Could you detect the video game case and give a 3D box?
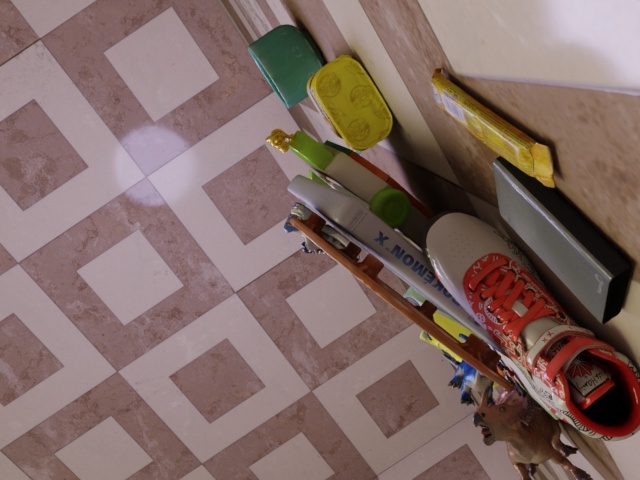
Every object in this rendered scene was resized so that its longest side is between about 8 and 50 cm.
[{"bbox_3d":[0.102,0.023,0.838,0.300,0.036,0.329,37,-179,-16],"label":"video game case"}]

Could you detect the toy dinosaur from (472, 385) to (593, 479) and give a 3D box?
[{"bbox_3d":[0.369,0.322,1.085,0.200,0.127,0.296,66,-163,7],"label":"toy dinosaur"}]

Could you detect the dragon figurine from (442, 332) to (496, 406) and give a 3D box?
[{"bbox_3d":[0.306,0.230,1.183,0.289,0.085,0.143,-67,-13,-81],"label":"dragon figurine"}]

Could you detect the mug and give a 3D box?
[{"bbox_3d":[-0.057,-0.320,1.087,0.129,0.097,0.157,55,-178,-38],"label":"mug"}]

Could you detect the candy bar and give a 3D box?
[{"bbox_3d":[0.134,-0.096,0.495,0.161,0.018,0.040,57,178,47],"label":"candy bar"}]

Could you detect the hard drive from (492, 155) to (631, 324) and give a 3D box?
[{"bbox_3d":[0.194,-0.003,0.498,0.135,0.022,0.094,56,180,34],"label":"hard drive"}]

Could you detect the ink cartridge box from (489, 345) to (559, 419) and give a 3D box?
[{"bbox_3d":[0.267,0.123,0.883,0.235,0.056,0.171,54,-178,-9],"label":"ink cartridge box"}]

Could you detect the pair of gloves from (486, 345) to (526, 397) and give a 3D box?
[{"bbox_3d":[0.279,0.198,0.920,0.074,0.010,0.083,55,178,-35],"label":"pair of gloves"}]

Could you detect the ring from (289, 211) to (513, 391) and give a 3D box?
[{"bbox_3d":[0.102,0.067,0.756,0.337,0.032,0.336,37,-178,-1],"label":"ring"}]

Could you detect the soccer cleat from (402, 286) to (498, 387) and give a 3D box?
[{"bbox_3d":[0.290,0.211,1.355,0.289,0.121,0.093,56,-179,8],"label":"soccer cleat"}]

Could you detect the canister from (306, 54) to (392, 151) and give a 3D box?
[{"bbox_3d":[0.037,-0.201,0.895,0.126,0.073,0.170,55,-178,-14],"label":"canister"}]

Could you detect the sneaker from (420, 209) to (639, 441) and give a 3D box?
[{"bbox_3d":[0.211,0.076,0.604,0.270,0.090,0.145,53,180,0],"label":"sneaker"}]

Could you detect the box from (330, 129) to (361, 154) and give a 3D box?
[{"bbox_3d":[0.038,-0.232,1.152,0.105,0.043,0.179,56,-177,-30],"label":"box"}]

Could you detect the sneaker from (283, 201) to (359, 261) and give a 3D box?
[{"bbox_3d":[0.000,0.000,0.947,0.135,0.058,0.052,37,-179,-12],"label":"sneaker"}]

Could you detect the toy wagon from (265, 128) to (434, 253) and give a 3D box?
[{"bbox_3d":[0.068,-0.071,0.931,0.344,0.068,0.267,38,180,-27],"label":"toy wagon"}]
